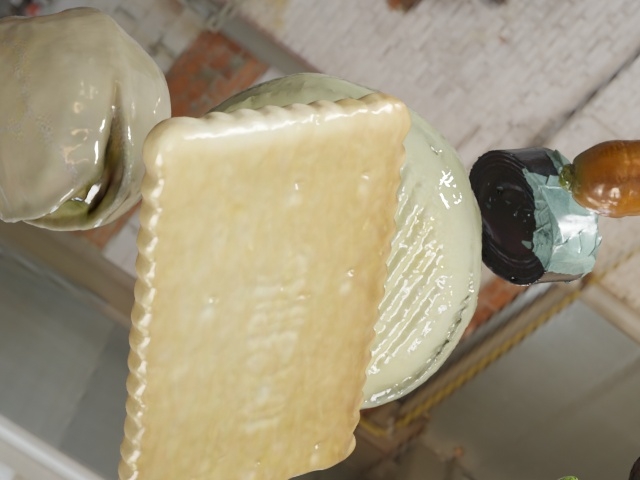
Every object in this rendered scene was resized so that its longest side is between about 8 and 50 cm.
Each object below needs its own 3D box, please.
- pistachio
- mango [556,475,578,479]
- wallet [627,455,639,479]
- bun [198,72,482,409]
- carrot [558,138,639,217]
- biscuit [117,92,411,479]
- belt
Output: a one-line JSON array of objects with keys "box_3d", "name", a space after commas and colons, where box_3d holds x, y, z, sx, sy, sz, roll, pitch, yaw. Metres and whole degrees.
[{"box_3d": [-0.253, -0.116, 1.338, 0.226, 0.208, 0.332, -58, -144, 5], "name": "pistachio"}, {"box_3d": [0.228, 0.315, 1.472, 0.165, 0.074, 0.091, -35, 144, -25], "name": "mango"}, {"box_3d": [0.217, 0.231, 0.681, 0.049, 0.182, 0.229, 103, 6, -64], "name": "wallet"}, {"box_3d": [0.000, 0.000, 1.115, 0.287, 0.287, 0.146, -48, -176, 21], "name": "bun"}, {"box_3d": [0.313, -0.044, 1.035, 0.062, 0.271, 0.066, -159, -110, -83], "name": "carrot"}, {"box_3d": [-0.035, 0.039, 0.757, 0.030, 0.160, 0.250, 43, -45, 46], "name": "biscuit"}, {"box_3d": [0.241, -0.029, 1.567, 0.198, 0.078, 0.151, -132, -135, -53], "name": "belt"}]
